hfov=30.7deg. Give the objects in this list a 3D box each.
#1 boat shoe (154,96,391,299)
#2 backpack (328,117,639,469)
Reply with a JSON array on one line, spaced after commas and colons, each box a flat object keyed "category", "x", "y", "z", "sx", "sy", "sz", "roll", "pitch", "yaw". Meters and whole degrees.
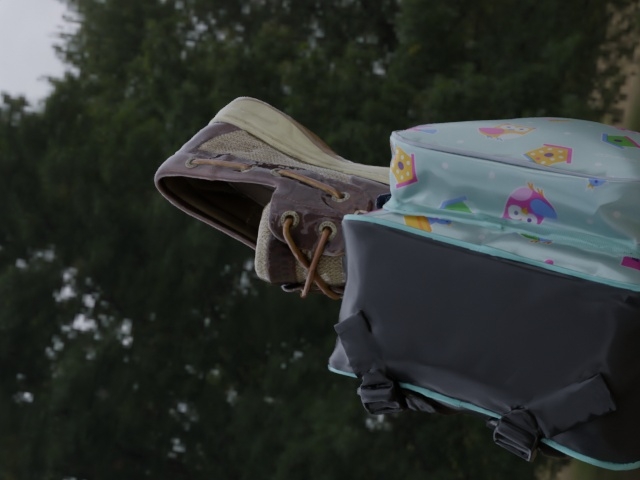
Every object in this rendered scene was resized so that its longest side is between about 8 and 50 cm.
[{"category": "boat shoe", "x": 0.000, "y": 0.000, "z": 0.901, "sx": 0.123, "sy": 0.342, "sz": 0.123, "roll": -35, "pitch": -39, "yaw": -29}, {"category": "backpack", "x": 0.112, "y": 0.015, "z": 0.547, "sx": 0.188, "sy": 0.165, "sz": 0.144, "roll": 1, "pitch": -82, "yaw": -58}]
